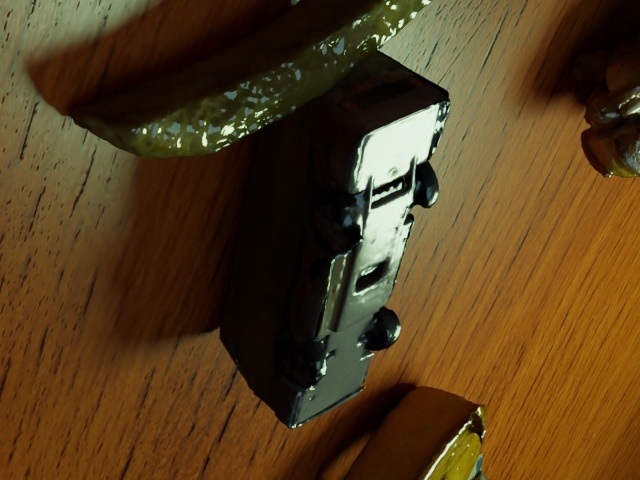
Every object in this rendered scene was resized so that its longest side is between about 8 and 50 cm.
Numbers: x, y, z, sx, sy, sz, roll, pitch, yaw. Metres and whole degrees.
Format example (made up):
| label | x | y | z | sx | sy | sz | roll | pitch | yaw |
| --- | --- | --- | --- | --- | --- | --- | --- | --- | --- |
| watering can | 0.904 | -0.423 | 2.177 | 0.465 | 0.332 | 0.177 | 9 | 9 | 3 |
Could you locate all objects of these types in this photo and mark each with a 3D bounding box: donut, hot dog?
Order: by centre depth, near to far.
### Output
| label | x | y | z | sx | sy | sz | roll | pitch | yaw |
| --- | --- | --- | --- | --- | --- | --- | --- | --- | --- |
| hot dog | 0.383 | -0.165 | 1.543 | 0.349 | 0.117 | 0.158 | -23 | 121 | -50 |
| donut | 0.109 | 0.288 | 1.614 | 0.253 | 0.118 | 0.253 | -54 | 161 | -29 |

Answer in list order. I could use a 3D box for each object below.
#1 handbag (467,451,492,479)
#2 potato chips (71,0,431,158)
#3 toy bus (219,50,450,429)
| label | x | y | z | sx | sy | sz | roll | pitch | yaw |
| --- | --- | --- | --- | --- | --- | --- | --- | --- | --- |
| handbag | 0.202 | 0.435 | 1.913 | 0.193 | 0.190 | 0.251 | -44 | 161 | -34 |
| potato chips | 0.005 | -0.159 | 0.961 | 0.407 | 0.057 | 0.080 | -40 | 133 | -27 |
| toy bus | 0.000 | 0.000 | 1.084 | 0.112 | 0.138 | 0.317 | -23 | 142 | -39 |
